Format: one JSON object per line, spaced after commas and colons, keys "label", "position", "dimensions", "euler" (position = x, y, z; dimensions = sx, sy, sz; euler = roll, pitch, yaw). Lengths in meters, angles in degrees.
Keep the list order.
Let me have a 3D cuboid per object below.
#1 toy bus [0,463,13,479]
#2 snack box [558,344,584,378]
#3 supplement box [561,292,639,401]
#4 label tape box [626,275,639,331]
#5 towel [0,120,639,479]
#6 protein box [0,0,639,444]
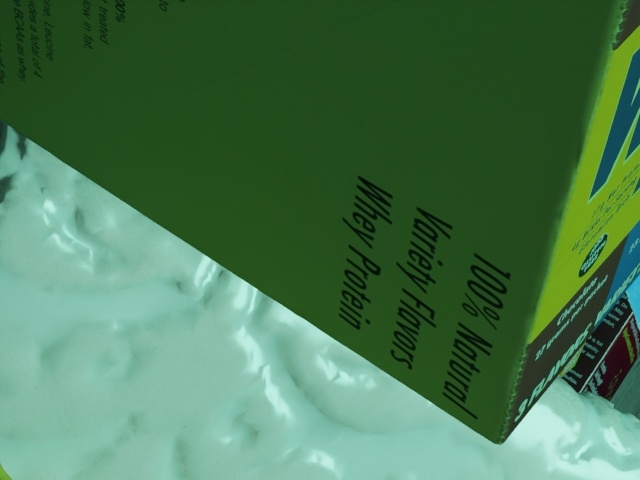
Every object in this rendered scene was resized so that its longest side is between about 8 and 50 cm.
{"label": "toy bus", "position": [-0.128, 0.160, 0.486], "dimensions": [0.220, 0.211, 0.149], "euler": [-9, 121, -45]}
{"label": "snack box", "position": [0.132, 0.012, 1.210], "dimensions": [0.174, 0.070, 0.207], "euler": [-32, 150, -53]}
{"label": "supplement box", "position": [0.196, 0.061, 1.459], "dimensions": [0.239, 0.073, 0.130], "euler": [-56, 162, -7]}
{"label": "label tape box", "position": [0.251, -0.121, 1.092], "dimensions": [0.249, 0.115, 0.348], "euler": [-55, 148, -25]}
{"label": "towel", "position": [-0.057, 0.151, 0.698], "dimensions": [0.332, 0.053, 0.317], "euler": [26, 99, -36]}
{"label": "protein box", "position": [0.012, -0.097, 0.495], "dimensions": [0.136, 0.201, 0.200], "euler": [-46, 159, -31]}
